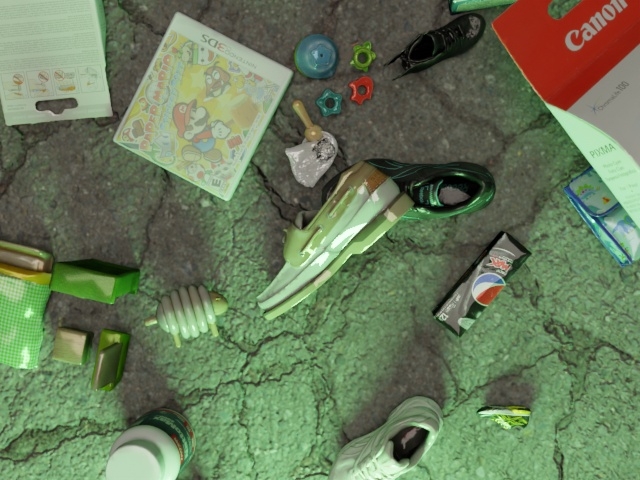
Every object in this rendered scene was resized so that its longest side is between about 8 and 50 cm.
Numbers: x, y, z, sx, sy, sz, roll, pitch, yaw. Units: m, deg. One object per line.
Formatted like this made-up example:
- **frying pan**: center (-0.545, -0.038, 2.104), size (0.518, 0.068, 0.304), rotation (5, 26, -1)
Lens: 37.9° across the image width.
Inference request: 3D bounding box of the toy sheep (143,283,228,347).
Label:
- **toy sheep**: center (-0.206, 0.112, 1.439), size (0.132, 0.091, 0.091), rotation (-17, 91, -14)

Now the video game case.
- **video game case**: center (-0.183, -0.208, 1.450), size (0.206, 0.026, 0.227), rotation (28, 95, 3)

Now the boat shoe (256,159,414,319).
- **boat shoe**: center (0.000, 0.000, 1.379), size (0.103, 0.113, 0.302), rotation (48, 116, -1)

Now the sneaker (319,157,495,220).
- **sneaker**: center (0.129, -0.078, 1.394), size (0.267, 0.106, 0.101), rotation (-7, 95, 6)

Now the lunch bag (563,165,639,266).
- **lunch bag**: center (0.455, -0.058, 1.379), size (0.129, 0.096, 0.151), rotation (-37, 79, 3)

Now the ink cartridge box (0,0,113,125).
- **ink cartridge box**: center (-0.423, -0.303, 1.462), size (0.181, 0.056, 0.225), rotation (-4, 111, 4)

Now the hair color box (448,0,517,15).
- **hair color box**: center (0.249, -0.524, 1.363), size (0.173, 0.105, 0.347), rotation (-10, 93, 5)

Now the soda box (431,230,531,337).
- **soda box**: center (0.243, 0.065, 1.414), size (0.053, 0.060, 0.169), rotation (39, 95, 1)

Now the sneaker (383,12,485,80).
- **sneaker**: center (0.173, -0.289, 1.387), size (0.170, 0.089, 0.051), rotation (-30, 90, 5)

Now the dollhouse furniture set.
- **dollhouse furniture set**: center (-0.450, 0.112, 1.422), size (0.301, 0.151, 0.198), rotation (12, 94, 4)

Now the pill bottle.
- **pill bottle**: center (-0.257, 0.324, 1.404), size (0.107, 0.180, 0.108), rotation (0, 93, 4)

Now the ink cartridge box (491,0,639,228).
- **ink cartridge box**: center (0.463, -0.239, 1.291), size (0.308, 0.091, 0.385), rotation (-41, 97, -20)

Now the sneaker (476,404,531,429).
- **sneaker**: center (0.282, 0.274, 1.435), size (0.083, 0.031, 0.035), rotation (1, 93, 4)

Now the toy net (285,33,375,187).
- **toy net**: center (0.010, -0.196, 1.431), size (0.122, 0.045, 0.232), rotation (8, 96, -14)

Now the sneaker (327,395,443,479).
- **sneaker**: center (0.090, 0.331, 1.410), size (0.090, 0.115, 0.232), rotation (43, 95, 1)
